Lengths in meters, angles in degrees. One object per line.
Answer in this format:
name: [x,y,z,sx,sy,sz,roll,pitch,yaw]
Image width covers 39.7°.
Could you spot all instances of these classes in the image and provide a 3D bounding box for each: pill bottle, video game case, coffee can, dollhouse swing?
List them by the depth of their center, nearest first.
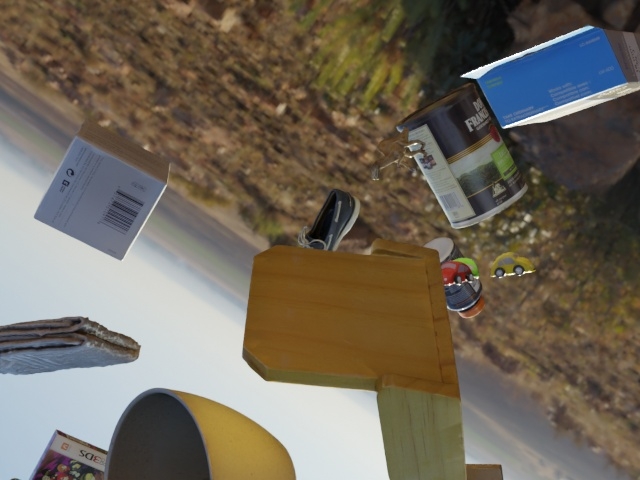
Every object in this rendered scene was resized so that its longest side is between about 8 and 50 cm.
dollhouse swing: [0.058,0.197,1.397,0.347,0.304,0.315,-90,-8,-54]
video game case: [-0.487,0.523,1.763,0.210,0.232,0.042,30,173,-20]
coffee can: [0.328,-0.196,2.051,0.275,0.201,0.201,60,167,-9]
pill bottle: [0.393,0.118,2.617,0.246,0.130,0.130,53,164,-27]

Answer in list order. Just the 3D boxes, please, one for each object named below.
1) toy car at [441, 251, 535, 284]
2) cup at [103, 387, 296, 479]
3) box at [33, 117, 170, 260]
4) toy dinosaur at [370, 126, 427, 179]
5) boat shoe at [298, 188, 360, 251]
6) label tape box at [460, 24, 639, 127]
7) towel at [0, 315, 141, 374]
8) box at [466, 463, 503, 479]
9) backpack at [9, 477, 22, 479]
toy car: [0.341,0.064,2.015,0.239,0.053,0.225,-8,179,-12]
cup: [-0.181,0.417,1.488,0.237,0.331,0.331,10,-170,-41]
box: [-0.395,-0.093,1.616,0.182,0.181,0.119,28,-163,-17]
toy dinosaur: [0.160,-0.183,1.724,0.092,0.183,0.053,18,137,21]
boat shoe: [0.000,0.000,2.038,0.079,0.254,0.095,23,-166,-38]
label tape box: [0.435,-0.287,1.586,0.240,0.106,0.333,-17,179,36]
towel: [-0.363,0.148,1.192,0.187,0.049,0.282,-5,168,3]
box: [0.308,0.562,1.955,0.201,0.021,0.164,-4,112,20]
backpack: [-0.531,0.479,1.528,0.152,0.115,0.182,63,-173,31]
